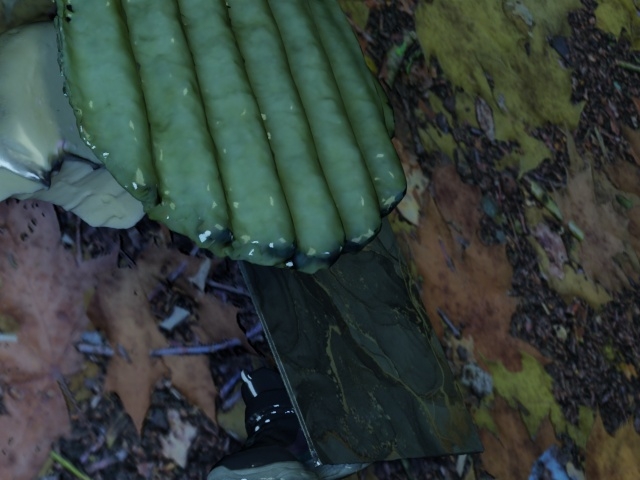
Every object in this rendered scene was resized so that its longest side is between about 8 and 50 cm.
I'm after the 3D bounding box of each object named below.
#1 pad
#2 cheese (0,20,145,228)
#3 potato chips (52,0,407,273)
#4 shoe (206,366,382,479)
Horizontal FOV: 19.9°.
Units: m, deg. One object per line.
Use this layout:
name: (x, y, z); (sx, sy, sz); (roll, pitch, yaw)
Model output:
pad: (0.000, 0.000, 1.407); (0.247, 0.007, 0.367); (4, 60, -57)
cheese: (-0.181, -0.115, 1.285); (0.163, 0.071, 0.249); (30, 45, -37)
potato chips: (-0.069, -0.150, 1.365); (0.358, 0.070, 0.429); (20, 44, -46)
shoe: (-0.031, 0.137, 1.311); (0.169, 0.071, 0.099); (-7, 71, -52)
